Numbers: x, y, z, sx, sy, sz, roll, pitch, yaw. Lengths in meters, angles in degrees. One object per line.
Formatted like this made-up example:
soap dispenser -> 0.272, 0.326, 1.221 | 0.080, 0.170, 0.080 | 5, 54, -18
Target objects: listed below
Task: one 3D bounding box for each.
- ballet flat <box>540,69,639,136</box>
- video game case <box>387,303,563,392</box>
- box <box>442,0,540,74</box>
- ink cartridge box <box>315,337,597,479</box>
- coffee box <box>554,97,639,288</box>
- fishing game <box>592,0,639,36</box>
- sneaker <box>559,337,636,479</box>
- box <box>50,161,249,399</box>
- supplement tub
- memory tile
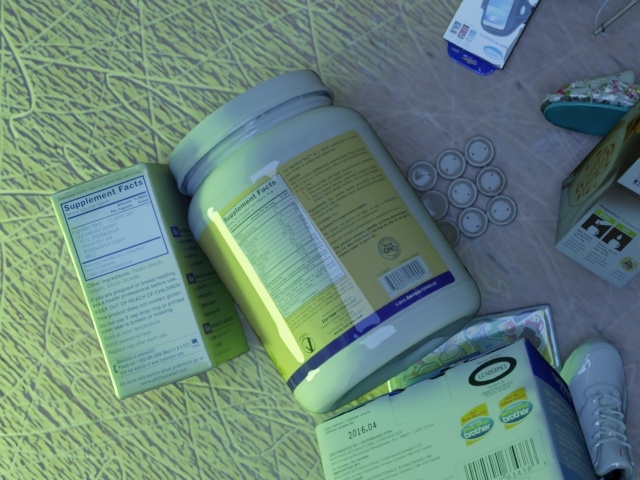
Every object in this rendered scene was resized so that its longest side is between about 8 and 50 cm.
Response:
ballet flat -> 0.374, -0.154, 1.833 | 0.241, 0.091, 0.077 | 10, 63, 4
video game case -> 0.191, 0.204, 1.892 | 0.206, 0.026, 0.227 | -11, 90, 9
box -> 0.202, -0.264, 1.872 | 0.081, 0.028, 0.136 | 28, 94, 7
ink cartridge box -> 0.161, 0.288, 1.732 | 0.270, 0.151, 0.395 | -24, 55, 17
coffee box -> 0.369, -0.084, 1.738 | 0.098, 0.141, 0.246 | 32, 126, -11
fishing game -> 0.297, -0.376, 1.844 | 0.189, 0.041, 0.264 | -44, 76, 5
sneaker -> 0.322, 0.226, 1.812 | 0.090, 0.115, 0.232 | 5, 86, -18
box -> -0.192, 0.042, 1.850 | 0.117, 0.213, 0.243 | -18, 90, 9
supplement tub -> 0.000, 0.000, 1.796 | 0.241, 0.241, 0.331 | -35, 79, 8
memory tile -> 0.151, -0.049, 1.895 | 0.148, 0.012, 0.113 | -22, 89, 8
